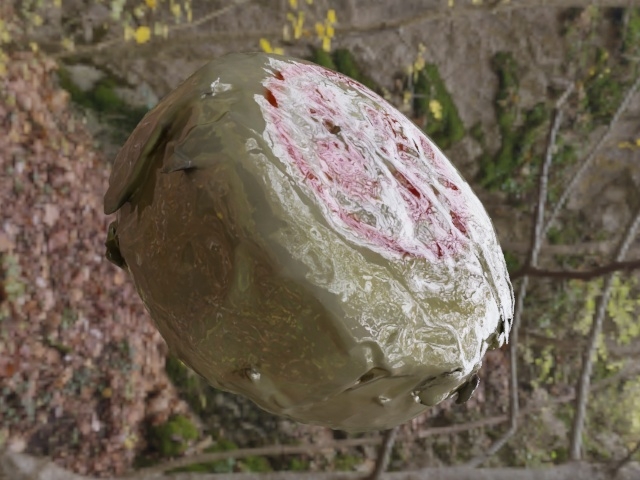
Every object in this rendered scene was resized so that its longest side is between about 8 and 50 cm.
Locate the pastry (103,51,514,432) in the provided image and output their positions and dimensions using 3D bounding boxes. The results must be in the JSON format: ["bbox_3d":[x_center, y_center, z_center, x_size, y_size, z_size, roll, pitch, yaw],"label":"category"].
[{"bbox_3d":[0.002,0.001,0.561,0.133,0.265,0.265,-43,-141,32],"label":"pastry"}]
